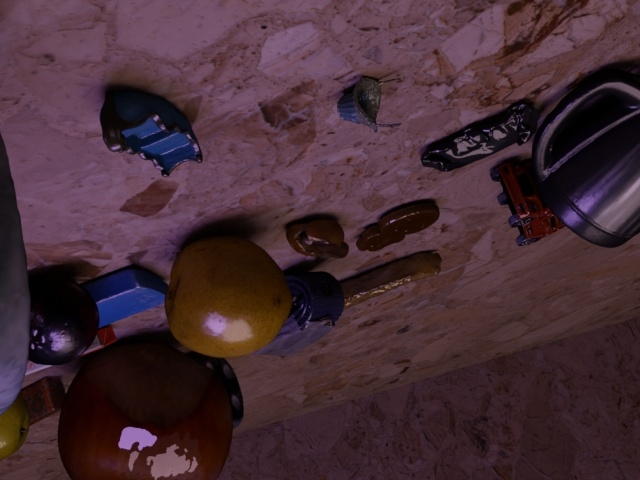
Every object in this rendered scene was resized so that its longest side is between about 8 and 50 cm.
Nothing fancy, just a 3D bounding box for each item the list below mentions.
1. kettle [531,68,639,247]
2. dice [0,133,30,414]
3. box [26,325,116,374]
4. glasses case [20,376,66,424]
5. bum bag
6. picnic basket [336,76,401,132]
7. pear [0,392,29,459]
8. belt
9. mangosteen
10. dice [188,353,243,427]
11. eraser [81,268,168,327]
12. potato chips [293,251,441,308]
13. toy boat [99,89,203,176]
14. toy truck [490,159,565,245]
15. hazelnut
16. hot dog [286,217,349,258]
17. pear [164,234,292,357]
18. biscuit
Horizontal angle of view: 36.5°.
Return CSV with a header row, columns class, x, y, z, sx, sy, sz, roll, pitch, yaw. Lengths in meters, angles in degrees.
class,x,y,z,sx,sy,sz,roll,pitch,yaw
kettle,0.485,-0.159,1.535,0.271,0.251,0.207,-48,179,41
dice,-0.472,0.027,0.880,0.348,0.328,0.330,-7,159,-31
box,-0.485,0.210,1.777,0.139,0.035,0.245,-21,178,11
glasses case,-0.653,0.373,2.145,0.218,0.075,0.049,-28,162,28
bum bag,0.250,-0.149,1.501,0.198,0.049,0.087,-24,156,19
picnic basket,0.065,-0.175,1.238,0.083,0.065,0.083,-2,160,25
pear,-0.667,0.342,1.885,0.198,0.198,0.198,-16,162,-5
belt,-0.067,0.143,1.913,0.126,0.139,0.230,0,157,-46
mangosteen,-0.422,0.121,1.534,0.152,0.152,0.152,-16,162,-5
dice,-0.302,0.381,2.324,0.181,0.182,0.183,-23,160,20
eraser,-0.424,0.125,1.681,0.312,0.042,0.144,-20,162,10
potato chips,0.067,0.114,2.091,0.407,0.057,0.080,-23,158,14
toy boat,-0.200,-0.117,1.122,0.075,0.077,0.185,-21,162,13
toy truck,0.385,-0.074,1.759,0.114,0.107,0.253,-22,163,9
hazelnut,-0.362,0.384,2.025,0.366,0.365,0.366,-16,162,-5
hot dog,-0.002,0.001,1.688,0.090,0.060,0.140,-19,166,17
pear,-0.147,0.094,1.577,0.209,0.208,0.209,-16,162,-5
biscuit,0.141,-0.027,1.794,0.175,0.026,0.124,-31,157,35
